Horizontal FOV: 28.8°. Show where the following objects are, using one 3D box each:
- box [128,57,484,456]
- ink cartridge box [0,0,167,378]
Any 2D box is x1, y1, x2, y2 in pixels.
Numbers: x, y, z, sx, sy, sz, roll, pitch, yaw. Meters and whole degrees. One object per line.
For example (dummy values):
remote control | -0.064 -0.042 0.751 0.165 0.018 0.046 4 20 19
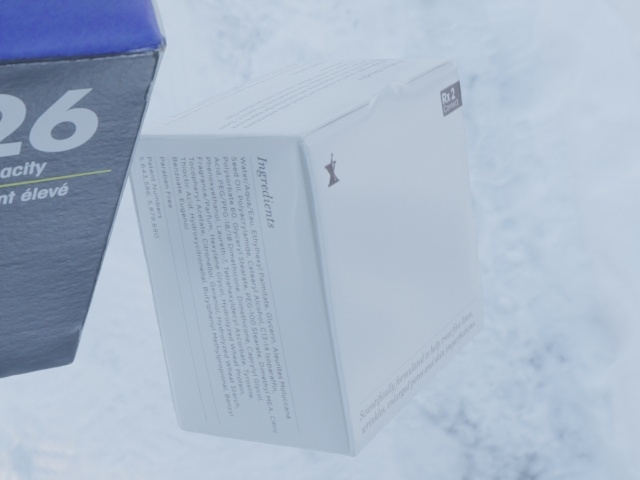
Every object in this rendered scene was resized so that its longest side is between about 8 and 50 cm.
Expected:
box | 0.000 0.000 0.721 0.181 0.119 0.181 -33 120 -53
ink cartridge box | -0.219 -0.032 0.472 0.304 0.307 0.072 -8 56 -28
